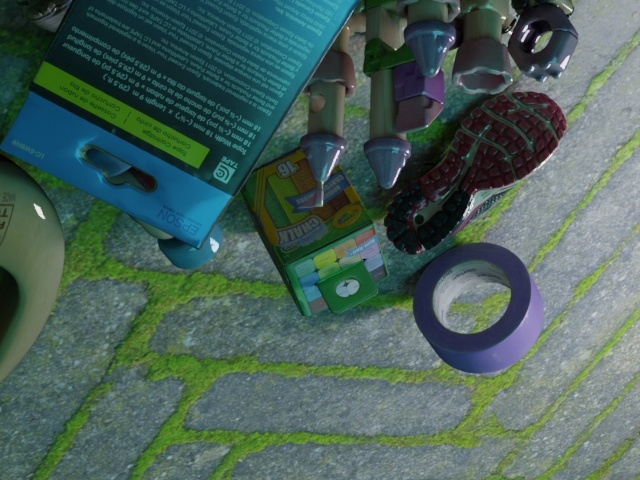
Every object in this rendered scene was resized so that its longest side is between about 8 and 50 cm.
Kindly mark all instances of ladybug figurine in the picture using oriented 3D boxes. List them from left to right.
[{"bbox_3d":[-0.464,0.047,1.604,0.305,0.162,0.449,7,130,-39],"label":"ladybug figurine"}]

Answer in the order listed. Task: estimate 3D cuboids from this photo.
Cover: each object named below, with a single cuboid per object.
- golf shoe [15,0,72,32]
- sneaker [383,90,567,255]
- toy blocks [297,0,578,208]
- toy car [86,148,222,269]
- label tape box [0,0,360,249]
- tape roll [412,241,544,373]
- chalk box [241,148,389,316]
[{"bbox_3d":[-0.235,-0.280,1.481,0.176,0.069,0.086,-26,161,3],"label":"golf shoe"},{"bbox_3d":[0.214,-0.099,1.964,0.299,0.121,0.112,-39,172,9],"label":"sneaker"},{"bbox_3d":[0.102,-0.177,1.572,0.289,0.260,0.309,-12,159,36],"label":"toy blocks"},{"bbox_3d":[-0.156,-0.136,1.593,0.238,0.210,0.219,-42,136,-5],"label":"toy car"},{"bbox_3d":[-0.141,-0.192,1.415,0.241,0.106,0.333,28,111,-17],"label":"label tape box"},{"bbox_3d":[0.242,0.103,2.136,0.189,0.189,0.080,-33,143,3],"label":"tape roll"},{"bbox_3d":[0.000,0.000,1.828,0.132,0.213,0.132,-27,143,-6],"label":"chalk box"}]
